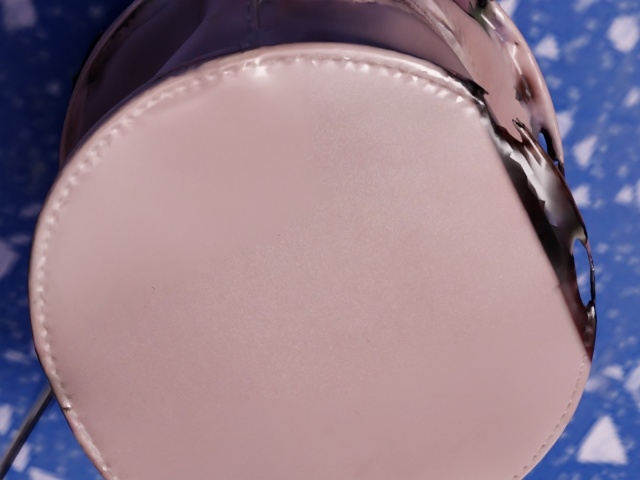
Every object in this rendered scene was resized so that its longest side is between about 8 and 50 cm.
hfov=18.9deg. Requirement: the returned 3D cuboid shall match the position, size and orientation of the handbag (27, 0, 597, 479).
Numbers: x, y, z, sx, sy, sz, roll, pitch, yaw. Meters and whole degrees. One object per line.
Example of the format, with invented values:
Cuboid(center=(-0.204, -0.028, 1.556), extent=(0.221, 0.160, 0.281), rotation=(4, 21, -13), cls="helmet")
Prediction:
Cuboid(center=(-0.001, -0.001, 0.625), extent=(0.179, 0.116, 0.205), rotation=(-24, 124, 5), cls="handbag")
